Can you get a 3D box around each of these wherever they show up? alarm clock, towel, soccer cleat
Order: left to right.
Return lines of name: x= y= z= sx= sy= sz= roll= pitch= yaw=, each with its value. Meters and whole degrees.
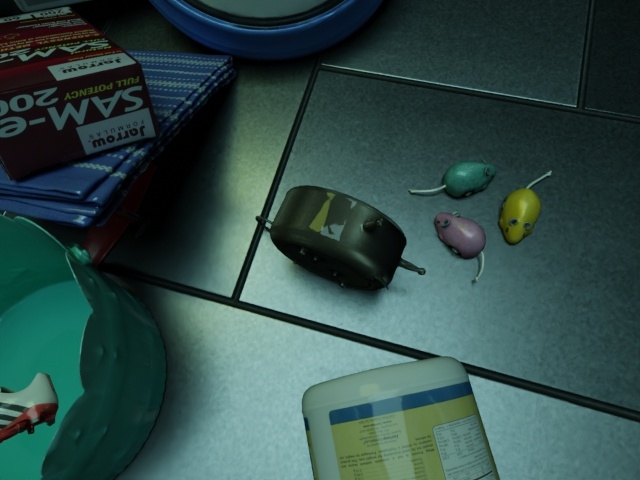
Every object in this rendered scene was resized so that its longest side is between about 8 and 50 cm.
soccer cleat: x=-0.208 y=0.113 z=0.276 sx=0.083 sy=0.029 sz=0.036 roll=-23 pitch=60 yaw=-7
towel: x=-0.261 y=-0.140 z=0.493 sx=0.243 sy=0.040 sz=0.336 roll=8 pitch=42 yaw=10
alarm clock: x=0.000 y=0.000 z=0.445 sx=0.192 sy=0.129 sz=0.064 roll=15 pitch=73 yaw=41

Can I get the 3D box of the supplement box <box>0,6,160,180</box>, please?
supplement box: x=-0.270 y=-0.159 z=0.430 sx=0.130 sy=0.073 sz=0.239 roll=-27 pitch=48 yaw=-27

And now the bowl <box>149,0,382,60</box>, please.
bowl: x=-0.071 y=-0.431 z=0.536 sx=0.390 sy=0.077 sz=0.392 roll=0 pitch=97 yaw=-2

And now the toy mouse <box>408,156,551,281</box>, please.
toy mouse: x=0.167 y=-0.041 z=0.486 sx=0.143 sy=0.031 sz=0.161 roll=22 pitch=74 yaw=13

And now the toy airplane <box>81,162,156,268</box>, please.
toy airplane: x=-0.268 y=-0.048 z=0.534 sx=0.151 sy=0.028 sz=0.151 roll=-2 pitch=71 yaw=5

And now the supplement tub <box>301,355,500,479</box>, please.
supplement tub: x=0.070 y=0.205 z=0.346 sx=0.144 sy=0.144 sz=0.200 roll=-12 pitch=70 yaw=1

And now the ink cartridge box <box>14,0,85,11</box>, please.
ink cartridge box: x=-0.311 y=-0.479 z=0.618 sx=0.296 sy=0.066 sz=0.261 roll=-20 pitch=82 yaw=-15

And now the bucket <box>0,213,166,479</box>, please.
bucket: x=-0.290 y=0.123 z=0.392 sx=0.280 sy=0.183 sz=0.281 roll=-2 pitch=69 yaw=5
